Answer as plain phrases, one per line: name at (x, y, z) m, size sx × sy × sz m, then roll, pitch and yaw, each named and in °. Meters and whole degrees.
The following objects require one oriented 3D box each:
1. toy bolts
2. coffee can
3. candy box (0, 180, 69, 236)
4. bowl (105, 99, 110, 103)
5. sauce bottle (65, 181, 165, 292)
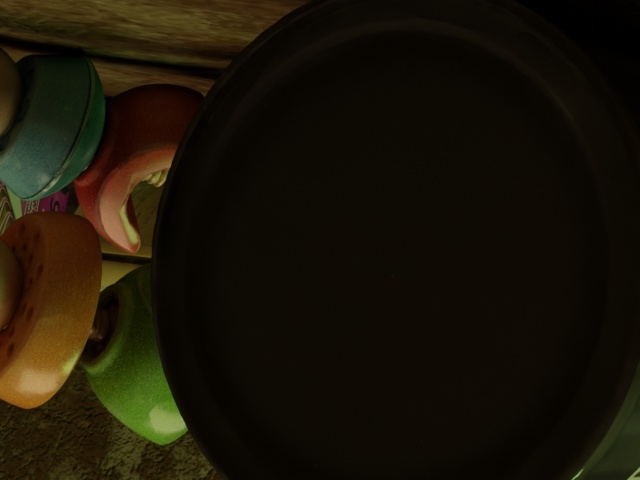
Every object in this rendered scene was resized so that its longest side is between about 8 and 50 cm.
toy bolts at (-0.123, -0.043, 1.045) m, size 0.158 × 0.218 × 0.228 m, roll 22°, pitch -156°, yaw -30°
coffee can at (0.094, 0.018, 0.798) m, size 0.202 × 0.201 × 0.275 m, roll 6°, pitch 180°, yaw 33°
candy box at (-0.253, -0.006, 1.328) m, size 0.071 × 0.159 × 0.233 m, roll 5°, pitch 162°, yaw 18°
bowl at (-0.176, -0.078, 1.484) m, size 0.142 × 0.053 × 0.142 m, roll 7°, pitch 178°, yaw -39°
sauce bottle at (-0.139, 0.006, 1.489) m, size 0.111 × 0.111 × 0.344 m, roll 7°, pitch -179°, yaw -40°
